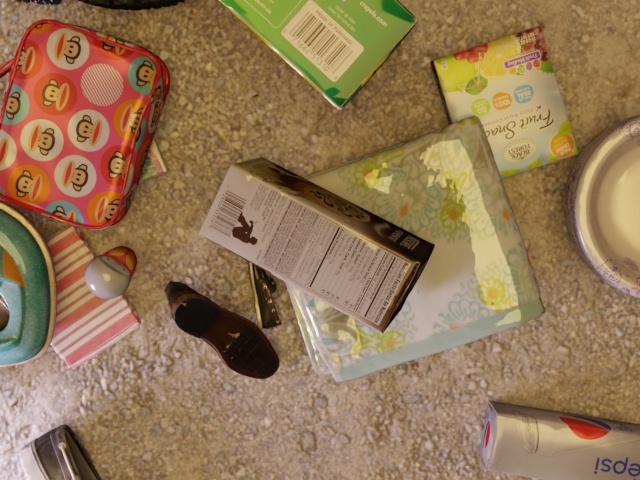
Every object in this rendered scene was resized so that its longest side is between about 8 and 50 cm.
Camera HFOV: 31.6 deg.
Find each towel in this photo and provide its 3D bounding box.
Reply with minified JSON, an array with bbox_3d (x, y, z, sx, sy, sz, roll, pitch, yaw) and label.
[{"bbox_3d":[0.117,0.021,1.728,0.374,0.090,0.321,-19,96,14],"label":"towel"},{"bbox_3d":[-0.395,0.090,1.802,0.144,0.029,0.197,-33,94,6],"label":"towel"}]

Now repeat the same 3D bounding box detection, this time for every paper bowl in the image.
[{"bbox_3d":[0.514,-0.055,1.722,0.284,0.148,0.284,0,96,1],"label":"paper bowl"}]

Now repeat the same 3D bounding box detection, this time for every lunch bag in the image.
[{"bbox_3d":[-0.385,-0.179,1.707,0.258,0.120,0.293,19,96,0],"label":"lunch bag"}]

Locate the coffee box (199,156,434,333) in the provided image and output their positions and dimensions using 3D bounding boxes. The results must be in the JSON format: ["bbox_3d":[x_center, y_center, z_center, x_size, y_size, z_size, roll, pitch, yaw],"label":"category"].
[{"bbox_3d":[0.000,0.000,1.623,0.297,0.168,0.119,28,103,7],"label":"coffee box"}]

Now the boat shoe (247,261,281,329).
[{"bbox_3d":[-0.091,0.074,1.789,0.042,0.049,0.133,-11,98,-4],"label":"boat shoe"}]

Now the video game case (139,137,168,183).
[{"bbox_3d":[-0.335,-0.154,1.780,0.143,0.019,0.157,-22,94,2],"label":"video game case"}]

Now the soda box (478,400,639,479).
[{"bbox_3d":[0.402,0.329,1.790,0.286,0.091,0.098,10,95,-1],"label":"soda box"}]

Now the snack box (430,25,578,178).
[{"bbox_3d":[0.283,-0.205,1.746,0.174,0.070,0.207,-18,97,3],"label":"snack box"}]

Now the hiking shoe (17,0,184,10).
[{"bbox_3d":[-0.342,-0.420,1.705,0.304,0.113,0.132,4,97,0],"label":"hiking shoe"}]

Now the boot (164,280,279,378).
[{"bbox_3d":[-0.156,0.135,1.788,0.082,0.106,0.219,-48,122,1],"label":"boot"}]

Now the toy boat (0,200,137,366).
[{"bbox_3d":[-0.435,0.059,1.704,0.318,0.148,0.268,-8,102,3],"label":"toy boat"}]

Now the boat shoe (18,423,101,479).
[{"bbox_3d":[-0.358,0.433,1.801,0.102,0.108,0.301,-32,88,5],"label":"boat shoe"}]

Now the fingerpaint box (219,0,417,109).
[{"bbox_3d":[-0.081,-0.389,1.578,0.445,0.371,0.163,42,96,-3],"label":"fingerpaint box"}]
